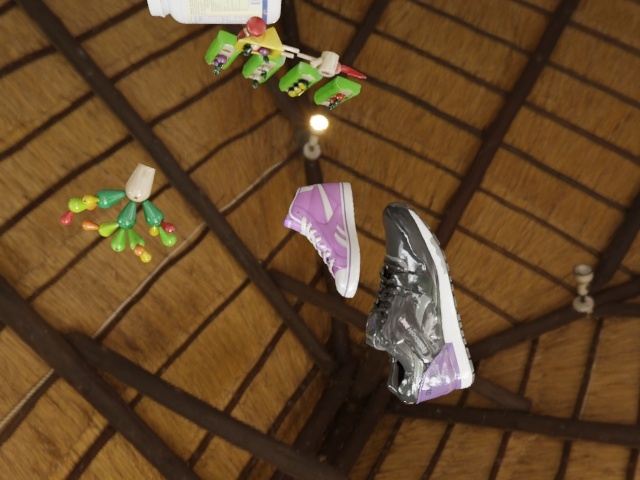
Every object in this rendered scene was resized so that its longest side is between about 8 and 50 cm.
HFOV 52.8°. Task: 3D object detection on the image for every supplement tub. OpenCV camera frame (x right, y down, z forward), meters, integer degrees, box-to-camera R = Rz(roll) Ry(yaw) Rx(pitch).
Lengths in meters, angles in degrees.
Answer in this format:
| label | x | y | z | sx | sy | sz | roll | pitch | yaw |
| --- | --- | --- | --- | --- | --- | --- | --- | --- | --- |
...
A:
| label | x | y | z | sx | sy | sz | roll | pitch | yaw |
| --- | --- | --- | --- | --- | --- | --- | --- | --- | --- |
| supplement tub | -0.266 | -0.669 | 1.625 | 0.324 | 0.236 | 0.236 | -2 | -133 | -7 |

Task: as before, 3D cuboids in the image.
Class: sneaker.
| label | x | y | z | sx | sy | sz | roll | pitch | yaw |
| --- | --- | --- | --- | --- | --- | --- | --- | --- | --- |
| sneaker | 0.115 | 0.092 | 0.883 | 0.124 | 0.107 | 0.284 | -19 | -82 | -9 |
| sneaker | 0.000 | 0.000 | 1.441 | 0.160 | 0.102 | 0.282 | -2 | -121 | -8 |

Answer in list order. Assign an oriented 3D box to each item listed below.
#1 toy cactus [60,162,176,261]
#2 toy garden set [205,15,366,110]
| label | x | y | z | sx | sy | sz | roll | pitch | yaw |
| --- | --- | --- | --- | --- | --- | --- | --- | --- | --- |
| toy cactus | -0.376 | -0.064 | 1.262 | 0.218 | 0.181 | 0.112 | 22 | -176 | -13 |
| toy garden set | -0.050 | -0.265 | 1.022 | 0.244 | 0.203 | 0.049 | 16 | -97 | -20 |
